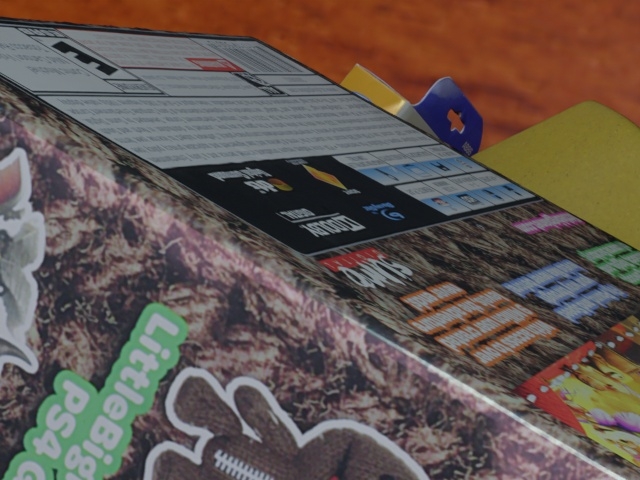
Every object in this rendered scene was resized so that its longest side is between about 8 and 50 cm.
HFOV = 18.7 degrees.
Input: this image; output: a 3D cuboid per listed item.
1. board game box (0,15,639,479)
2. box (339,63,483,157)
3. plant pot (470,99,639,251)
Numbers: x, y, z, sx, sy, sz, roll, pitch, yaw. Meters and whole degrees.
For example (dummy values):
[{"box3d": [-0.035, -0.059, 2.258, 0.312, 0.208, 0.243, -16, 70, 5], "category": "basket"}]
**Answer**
[{"box3d": [0.031, 0.074, 0.466, 0.291, 0.232, 0.141, 30, 103, 15], "category": "board game box"}, {"box3d": [0.000, 0.000, 0.656, 0.028, 0.081, 0.136, 37, 88, 25], "category": "box"}, {"box3d": [0.086, 0.005, 0.628, 0.081, 0.081, 0.083, -26, 59, 10], "category": "plant pot"}]
